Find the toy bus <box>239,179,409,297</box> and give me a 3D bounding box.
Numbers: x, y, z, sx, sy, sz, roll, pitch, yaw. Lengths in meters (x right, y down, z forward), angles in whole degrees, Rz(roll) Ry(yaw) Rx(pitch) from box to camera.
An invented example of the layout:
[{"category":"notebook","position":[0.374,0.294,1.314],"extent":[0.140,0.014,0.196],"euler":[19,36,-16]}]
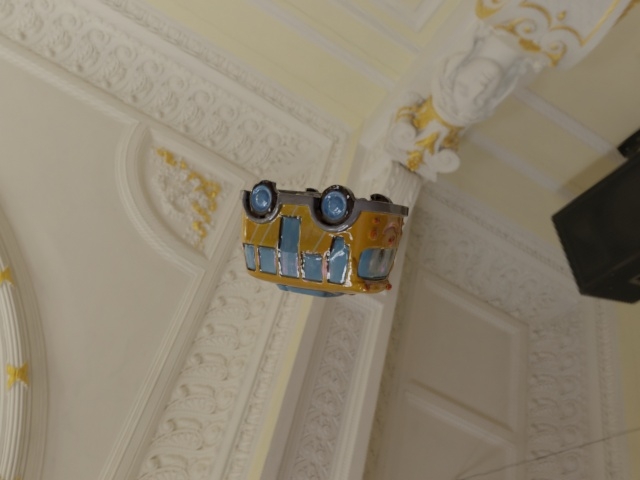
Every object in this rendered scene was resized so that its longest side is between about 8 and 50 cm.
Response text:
[{"category":"toy bus","position":[0.000,0.000,0.749],"extent":[0.126,0.209,0.136],"euler":[3,-87,-58]}]
